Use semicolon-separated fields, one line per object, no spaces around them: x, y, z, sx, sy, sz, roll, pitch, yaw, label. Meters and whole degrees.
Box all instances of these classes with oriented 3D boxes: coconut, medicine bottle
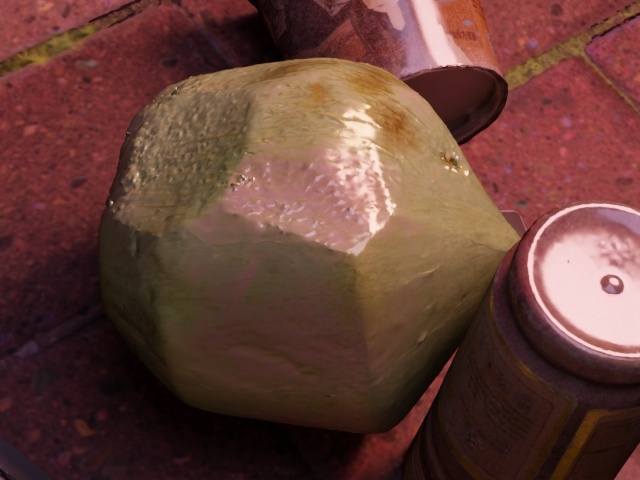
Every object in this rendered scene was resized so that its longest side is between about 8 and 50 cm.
0.000;0.000;1.533;0.328;0.281;0.328;-1;25;0;coconut
0.169;0.114;1.473;0.151;0.322;0.151;6;55;-9;medicine bottle

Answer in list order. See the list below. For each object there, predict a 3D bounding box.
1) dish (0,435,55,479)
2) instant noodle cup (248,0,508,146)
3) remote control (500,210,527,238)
-0.231;0.235;1.446;0.243;0.080;0.182;35;55;13;dish
0.051;-0.188;1.741;0.217;0.217;0.207;-11;65;-20;instant noodle cup
0.180;0.065;1.694;0.059;0.028;0.212;-5;57;-23;remote control
